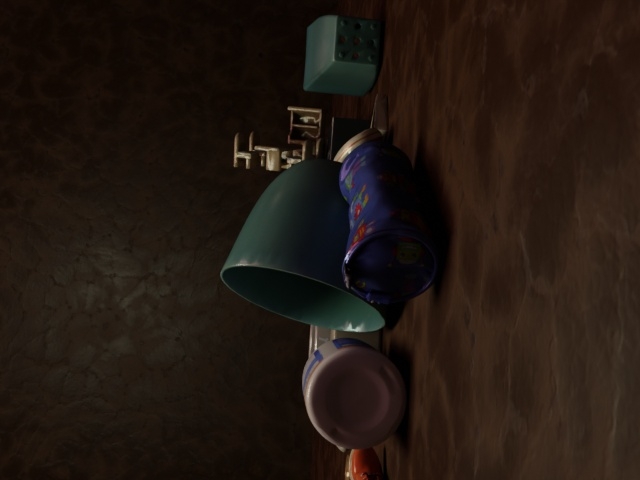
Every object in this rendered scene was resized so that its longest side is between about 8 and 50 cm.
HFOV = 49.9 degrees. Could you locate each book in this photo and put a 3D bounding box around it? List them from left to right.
[{"bbox_3d":[0.121,-0.231,1.478,0.144,0.035,0.096,97,180,-61],"label":"book"}]

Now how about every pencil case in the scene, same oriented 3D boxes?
[{"bbox_3d":[0.088,-0.028,0.967,0.306,0.119,0.133,-90,21,-60],"label":"pencil case"}]

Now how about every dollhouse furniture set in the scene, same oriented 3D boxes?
[{"bbox_3d":[-0.084,-0.278,1.869,0.242,0.212,0.161,-23,-60,-62],"label":"dollhouse furniture set"}]

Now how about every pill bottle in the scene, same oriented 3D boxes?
[{"bbox_3d":[0.047,0.240,1.137,0.272,0.152,0.152,126,147,-86],"label":"pill bottle"}]

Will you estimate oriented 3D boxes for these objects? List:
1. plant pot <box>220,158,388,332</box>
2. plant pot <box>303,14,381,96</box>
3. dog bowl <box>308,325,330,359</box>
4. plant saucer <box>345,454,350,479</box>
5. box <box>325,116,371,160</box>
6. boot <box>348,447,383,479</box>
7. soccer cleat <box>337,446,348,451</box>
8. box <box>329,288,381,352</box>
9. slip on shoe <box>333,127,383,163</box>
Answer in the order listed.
[{"bbox_3d":[0.000,0.000,1.210,0.293,0.293,0.235,102,-175,-69],"label":"plant pot"},{"bbox_3d":[0.064,-0.453,1.654,0.234,0.166,0.165,-163,77,-79],"label":"plant pot"},{"bbox_3d":[0.025,0.295,1.934,0.349,0.102,0.348,-176,90,-87],"label":"dog bowl"},{"bbox_3d":[0.069,0.542,1.601,0.083,0.015,0.083,-176,90,-86],"label":"plant saucer"},{"bbox_3d":[0.064,-0.198,1.777,0.261,0.103,0.184,129,143,-86],"label":"box"},{"bbox_3d":[0.086,0.405,1.142,0.084,0.059,0.157,103,162,-54],"label":"boot"},{"bbox_3d":[0.037,0.473,1.703,0.196,0.076,0.068,-140,54,-86],"label":"soccer cleat"},{"bbox_3d":[0.069,0.134,1.364,0.113,0.094,0.275,103,171,-72],"label":"box"},{"bbox_3d":[0.082,-0.105,1.447,0.101,0.123,0.331,46,148,25],"label":"slip on shoe"}]
